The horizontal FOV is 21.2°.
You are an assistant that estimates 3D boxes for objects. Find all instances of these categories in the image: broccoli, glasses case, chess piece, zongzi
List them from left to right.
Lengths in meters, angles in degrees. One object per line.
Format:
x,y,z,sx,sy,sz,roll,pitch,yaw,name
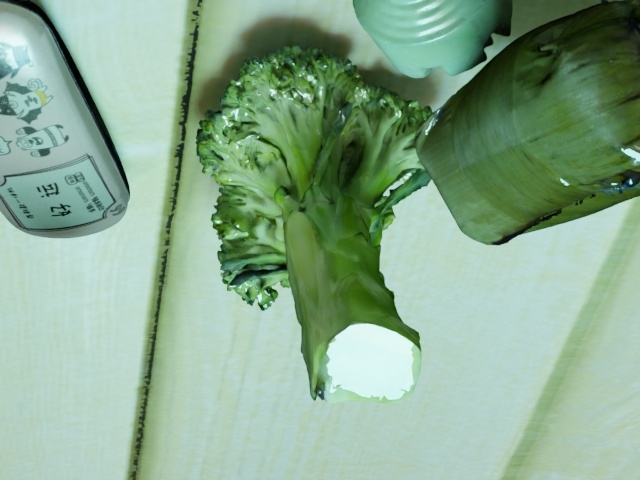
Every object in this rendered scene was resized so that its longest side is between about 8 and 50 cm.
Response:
-0.260,-0.103,1.513,0.122,0.075,0.314,-8,144,8,glasses case
0.014,-0.017,1.454,0.221,0.361,0.252,23,98,-24,broccoli
0.051,-0.243,1.298,0.194,0.195,0.299,-17,151,15,chess piece
0.292,-0.133,1.369,0.360,0.160,0.323,-22,-178,-22,zongzi
